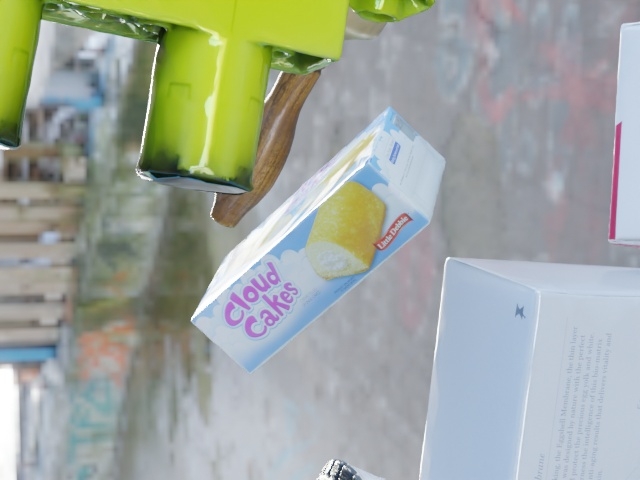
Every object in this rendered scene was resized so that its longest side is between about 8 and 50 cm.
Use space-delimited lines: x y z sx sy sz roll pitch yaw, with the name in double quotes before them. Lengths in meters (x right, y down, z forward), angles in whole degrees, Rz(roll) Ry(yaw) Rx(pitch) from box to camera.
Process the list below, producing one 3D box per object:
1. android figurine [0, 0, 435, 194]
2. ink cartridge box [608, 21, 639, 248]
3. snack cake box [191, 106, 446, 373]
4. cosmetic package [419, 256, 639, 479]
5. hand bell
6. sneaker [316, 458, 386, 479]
"android figurine" -0.065 -0.159 0.579 0.056 0.248 0.273 168 110 -71
"ink cartridge box" 0.336 -0.069 1.290 0.100 0.237 0.172 0 85 45
"snack cake box" 0.000 0.000 1.671 0.264 0.089 0.152 -42 13 25
"cosmetic package" 0.197 0.135 1.133 0.138 0.225 0.224 -159 74 -64
"hand bell" -0.010 -0.113 1.085 0.242 0.126 0.126 -62 29 18
"sneaker" 0.085 0.271 1.329 0.297 0.129 0.111 34 107 54
